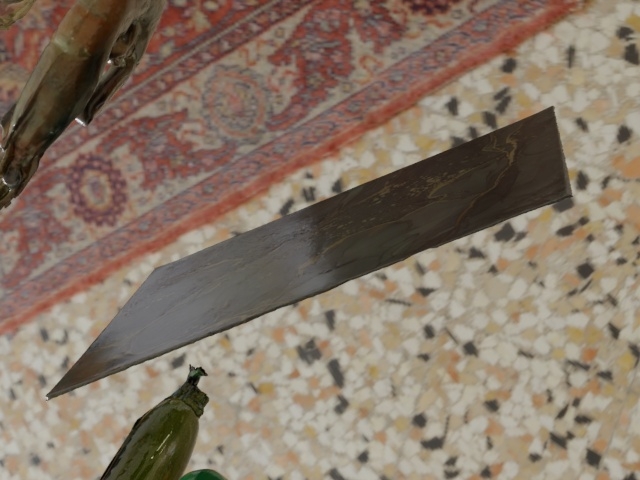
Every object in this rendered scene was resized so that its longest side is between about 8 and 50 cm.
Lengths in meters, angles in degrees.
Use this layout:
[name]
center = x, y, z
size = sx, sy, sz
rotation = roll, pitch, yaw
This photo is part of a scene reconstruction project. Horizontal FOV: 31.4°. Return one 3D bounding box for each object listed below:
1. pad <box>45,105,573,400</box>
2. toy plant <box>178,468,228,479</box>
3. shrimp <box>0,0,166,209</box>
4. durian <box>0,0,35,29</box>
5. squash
[pad]
center = 0.000, 0.000, 0.819
size = 0.367, 0.247, 0.007
rotation = -22, 104, 16
[toy plant]
center = -0.093, 0.239, 0.819
size = 0.105, 0.200, 0.143
rotation = 2, 103, 28
[shrimp]
center = -0.196, -0.126, 0.936
size = 0.052, 0.143, 0.251
rotation = 37, 87, 11
[durian]
center = -0.233, -0.156, 0.683
size = 0.078, 0.224, 0.140
rotation = 33, 124, 4
[squash]
center = -0.210, 0.280, 1.285
size = 0.087, 0.331, 0.087
rotation = 23, 149, 15
